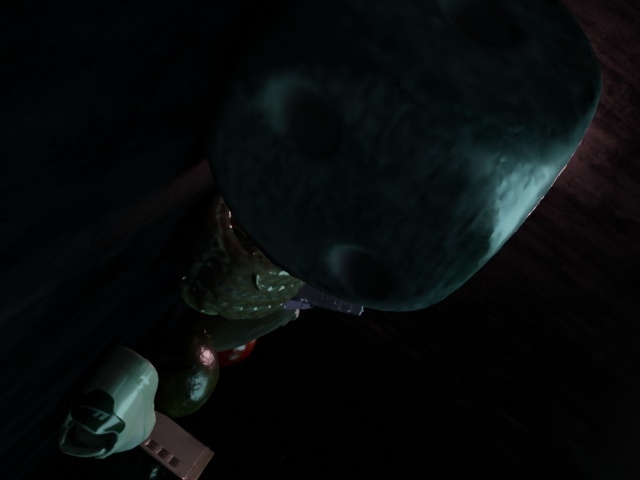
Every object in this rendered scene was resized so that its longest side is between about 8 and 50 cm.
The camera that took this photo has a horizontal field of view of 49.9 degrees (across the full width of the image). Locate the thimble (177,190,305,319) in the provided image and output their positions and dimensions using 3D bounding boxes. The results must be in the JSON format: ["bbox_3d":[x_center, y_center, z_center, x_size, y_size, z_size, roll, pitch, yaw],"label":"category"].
[{"bbox_3d":[-0.109,0.019,1.091,0.148,0.196,0.229,-53,-178,32],"label":"thimble"}]

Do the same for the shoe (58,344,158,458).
[{"bbox_3d":[-0.384,0.332,1.211,0.160,0.132,0.363,-54,176,-40],"label":"shoe"}]

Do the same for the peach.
[{"bbox_3d":[-0.280,0.259,2.042,0.243,0.200,0.243,-63,177,-6],"label":"peach"}]

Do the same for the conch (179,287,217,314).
[{"bbox_3d":[-0.198,0.053,1.374,0.250,0.137,0.143,-87,-179,-56],"label":"conch"}]

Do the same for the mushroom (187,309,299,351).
[{"bbox_3d":[-0.212,0.204,1.836,0.407,0.154,0.137,-36,-159,15],"label":"mushroom"}]

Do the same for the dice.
[{"bbox_3d":[0.087,-0.139,0.812,0.328,0.330,0.348,-53,-179,-38],"label":"dice"}]

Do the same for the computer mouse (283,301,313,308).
[{"bbox_3d":[-0.141,0.103,1.615,0.071,0.311,0.158,-112,-150,-45],"label":"computer mouse"}]

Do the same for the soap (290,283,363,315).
[{"bbox_3d":[0.000,0.000,1.510,0.285,0.296,0.107,-67,-153,11],"label":"soap"}]

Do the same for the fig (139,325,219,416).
[{"bbox_3d":[-0.298,0.271,1.529,0.195,0.195,0.245,-54,171,33],"label":"fig"}]

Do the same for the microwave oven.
[{"bbox_3d":[-0.469,0.585,1.588,0.354,0.286,0.218,-53,179,9],"label":"microwave oven"}]
